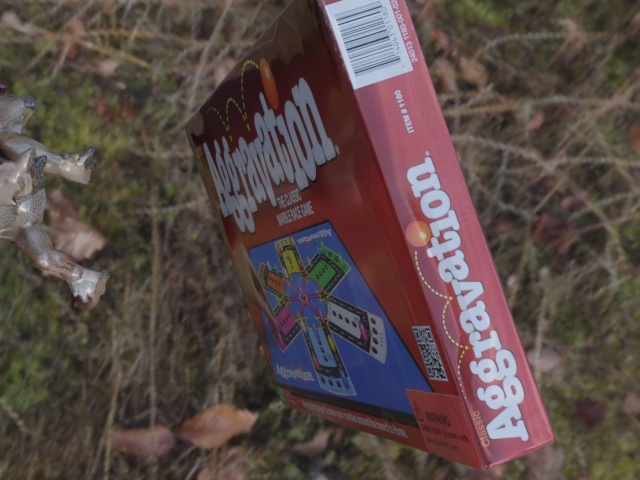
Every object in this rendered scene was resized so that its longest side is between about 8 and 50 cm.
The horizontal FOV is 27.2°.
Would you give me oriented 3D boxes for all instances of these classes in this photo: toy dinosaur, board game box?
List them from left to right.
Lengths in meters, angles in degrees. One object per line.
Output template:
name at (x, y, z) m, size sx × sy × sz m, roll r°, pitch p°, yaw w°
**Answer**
toy dinosaur at (-0.270, -0.033, 0.924) m, size 0.200 × 0.127 × 0.296 m, roll 18°, pitch 13°, yaw 19°
board game box at (0.000, 0.000, 0.495) m, size 0.027 × 0.281 × 0.145 m, roll -18°, pitch 90°, yaw -13°
